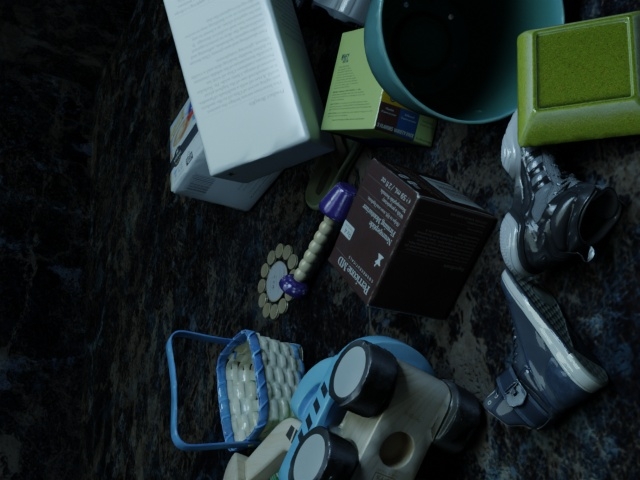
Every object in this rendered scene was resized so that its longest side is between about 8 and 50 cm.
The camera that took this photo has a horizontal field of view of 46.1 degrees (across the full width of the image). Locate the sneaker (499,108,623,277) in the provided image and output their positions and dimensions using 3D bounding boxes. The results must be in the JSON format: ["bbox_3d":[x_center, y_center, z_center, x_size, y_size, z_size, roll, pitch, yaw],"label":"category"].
[{"bbox_3d":[0.342,-0.083,1.058,0.153,0.101,0.268,-10,68,48],"label":"sneaker"}]

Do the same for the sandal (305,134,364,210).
[{"bbox_3d":[0.027,-0.206,1.620,0.120,0.086,0.302,43,115,55],"label":"sandal"}]

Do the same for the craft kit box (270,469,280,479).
[{"bbox_3d":[-0.002,0.477,1.442,0.246,0.061,0.250,-59,35,22],"label":"craft kit box"}]

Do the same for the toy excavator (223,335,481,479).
[{"bbox_3d":[0.008,0.347,1.289,0.432,0.222,0.445,-64,22,-2],"label":"toy excavator"}]

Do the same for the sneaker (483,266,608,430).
[{"bbox_3d":[0.281,0.160,1.066,0.163,0.086,0.226,-53,39,29],"label":"sneaker"}]

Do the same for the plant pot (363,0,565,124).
[{"bbox_3d":[0.201,-0.330,1.210,0.235,0.293,0.292,-153,77,-76],"label":"plant pot"}]

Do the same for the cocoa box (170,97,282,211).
[{"bbox_3d":[-0.207,-0.278,1.888,0.347,0.232,0.227,-45,43,41],"label":"cocoa box"}]

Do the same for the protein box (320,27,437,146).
[{"bbox_3d":[0.125,-0.293,1.445,0.200,0.136,0.201,13,90,60],"label":"protein box"}]

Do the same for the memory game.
[{"bbox_3d":[-0.101,0.097,1.787,0.186,0.012,0.186,-30,53,51],"label":"memory game"}]

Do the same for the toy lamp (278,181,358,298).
[{"bbox_3d":[0.000,0.000,1.600,0.274,0.080,0.080,-63,33,27],"label":"toy lamp"}]

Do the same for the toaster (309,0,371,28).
[{"bbox_3d":[0.078,-0.538,1.625,0.146,0.129,0.227,-65,30,15],"label":"toaster"}]

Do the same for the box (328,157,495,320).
[{"bbox_3d":[0.148,-0.002,1.265,0.168,0.167,0.203,48,120,54],"label":"box"}]

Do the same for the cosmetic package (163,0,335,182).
[{"bbox_3d":[-0.153,-0.372,1.563,0.230,0.161,0.453,-18,82,20],"label":"cosmetic package"}]

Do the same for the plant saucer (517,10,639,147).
[{"bbox_3d":[0.361,-0.230,1.027,0.189,0.045,0.188,-4,69,24],"label":"plant saucer"}]

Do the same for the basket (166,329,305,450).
[{"bbox_3d":[-0.172,0.314,1.548,0.201,0.289,0.254,-46,41,41],"label":"basket"}]

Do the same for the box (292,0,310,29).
[{"bbox_3d":[-0.020,-0.626,1.747,0.295,0.073,0.293,-60,2,24],"label":"box"}]
